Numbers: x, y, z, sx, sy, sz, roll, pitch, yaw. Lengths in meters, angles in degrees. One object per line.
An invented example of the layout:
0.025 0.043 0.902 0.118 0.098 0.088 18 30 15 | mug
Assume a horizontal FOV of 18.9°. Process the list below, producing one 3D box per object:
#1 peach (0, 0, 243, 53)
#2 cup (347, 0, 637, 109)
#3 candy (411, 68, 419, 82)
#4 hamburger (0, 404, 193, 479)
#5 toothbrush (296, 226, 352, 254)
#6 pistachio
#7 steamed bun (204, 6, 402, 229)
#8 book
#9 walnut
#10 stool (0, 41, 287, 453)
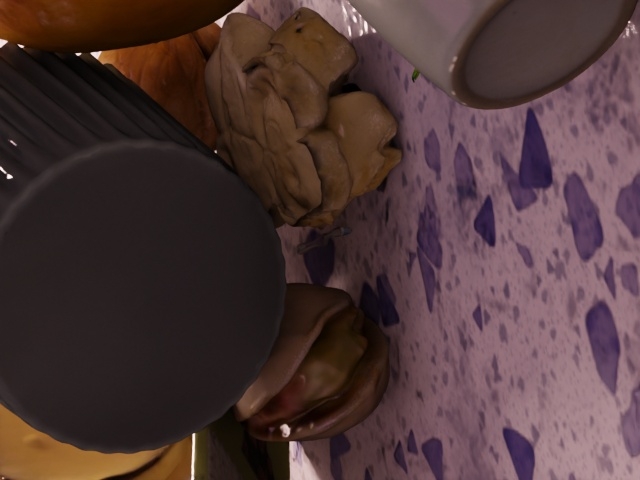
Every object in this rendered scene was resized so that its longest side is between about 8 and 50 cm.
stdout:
-0.181 -0.295 1.609 0.289 0.307 0.289 172 90 -71 | peach
0.101 -0.231 1.145 0.258 0.186 0.234 -50 57 28 | cup
0.053 -0.212 1.427 0.102 0.032 0.178 101 151 -43 | candy
-0.252 0.265 2.133 0.276 0.276 0.237 -126 23 -50 | hamburger
0.000 0.000 1.683 0.131 0.013 0.011 158 112 -70 | toothbrush
-0.014 0.104 1.591 0.215 0.144 0.144 171 90 -78 | pistachio
-0.014 -0.103 1.553 0.177 0.106 0.192 -29 81 64 | steamed bun
-0.069 0.231 1.663 0.239 0.035 0.352 68 -165 -46 | book
-0.147 -0.141 1.818 0.180 0.144 0.144 105 148 -44 | walnut
-0.202 0.004 1.569 0.330 0.297 0.297 -150 53 -63 | stool
